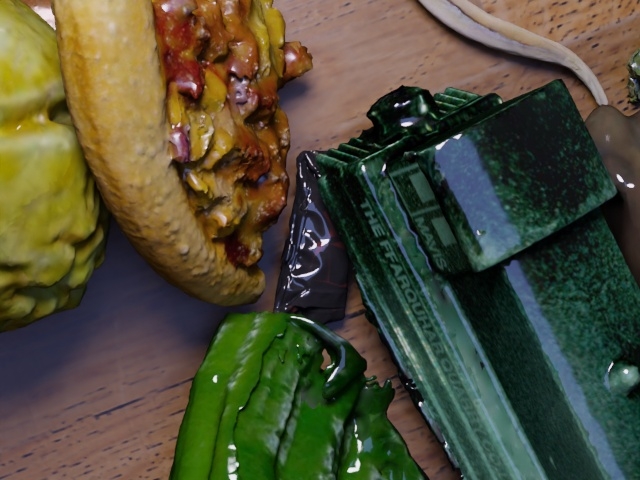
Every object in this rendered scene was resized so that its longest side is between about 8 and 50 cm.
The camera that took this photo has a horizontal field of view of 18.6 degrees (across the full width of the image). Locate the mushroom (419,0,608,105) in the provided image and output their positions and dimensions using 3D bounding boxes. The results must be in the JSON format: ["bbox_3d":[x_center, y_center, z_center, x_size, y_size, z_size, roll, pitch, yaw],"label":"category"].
[{"bbox_3d":[0.085,-0.200,1.335,0.068,0.043,0.306,-33,95,18],"label":"mushroom"}]

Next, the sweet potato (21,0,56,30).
[{"bbox_3d":[-0.177,-0.135,1.290,0.202,0.055,0.058,7,59,-5],"label":"sweet potato"}]

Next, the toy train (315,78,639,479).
[{"bbox_3d":[0.130,0.046,1.253,0.138,0.178,0.330,-28,93,-22],"label":"toy train"}]

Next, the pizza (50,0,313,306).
[{"bbox_3d":[-0.067,-0.092,1.223,0.081,0.289,0.229,-1,48,23],"label":"pizza"}]

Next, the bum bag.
[{"bbox_3d":[-0.001,0.000,1.318,0.058,0.034,0.124,14,86,-32],"label":"bum bag"}]

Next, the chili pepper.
[{"bbox_3d":[-0.024,0.246,1.248,0.167,0.213,0.385,-12,65,34],"label":"chili pepper"}]

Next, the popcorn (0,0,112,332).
[{"bbox_3d":[-0.218,-0.048,1.204,0.183,0.204,0.221,-13,114,15],"label":"popcorn"}]

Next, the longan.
[{"bbox_3d":[0.255,-0.020,1.279,0.204,0.185,0.159,33,119,-8],"label":"longan"}]

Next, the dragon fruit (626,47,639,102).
[{"bbox_3d":[0.310,-0.160,1.324,0.137,0.135,0.236,42,105,-4],"label":"dragon fruit"}]
